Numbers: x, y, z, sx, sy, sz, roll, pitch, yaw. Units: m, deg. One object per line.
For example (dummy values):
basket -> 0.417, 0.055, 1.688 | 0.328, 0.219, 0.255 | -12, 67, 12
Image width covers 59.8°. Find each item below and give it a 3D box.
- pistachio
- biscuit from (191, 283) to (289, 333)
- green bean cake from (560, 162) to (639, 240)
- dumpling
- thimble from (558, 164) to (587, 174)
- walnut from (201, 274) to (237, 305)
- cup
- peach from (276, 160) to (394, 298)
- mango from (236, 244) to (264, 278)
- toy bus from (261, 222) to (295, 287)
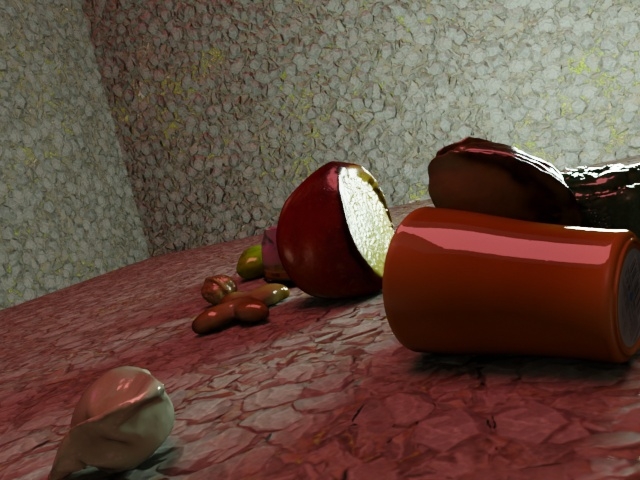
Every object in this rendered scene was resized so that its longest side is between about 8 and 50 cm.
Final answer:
pistachio -> 0.239, -0.066, 0.731 | 0.210, 0.165, 0.130 | 29, 77, 34
biscuit -> -0.162, 0.137, 1.160 | 0.164, 0.047, 0.208 | -11, 6, 10
green bean cake -> 0.415, -0.027, 0.861 | 0.308, 0.169, 0.300 | -16, 6, -33
dumpling -> -0.220, 0.193, 0.568 | 0.134, 0.099, 0.169 | -34, 15, -31
thimble -> 0.488, -0.072, 1.196 | 0.211, 0.149, 0.185 | -12, 4, 9
walnut -> -0.247, 0.120, 1.354 | 0.096, 0.082, 0.079 | -3, 40, 53
cup -> 0.223, 0.054, 0.643 | 0.264, 0.182, 0.226 | 3, -4, 44
peach -> 0.029, -0.021, 1.135 | 0.245, 0.274, 0.248 | -10, 1, 4
mango -> -0.189, 0.068, 1.685 | 0.117, 0.089, 0.163 | -5, 19, 4
toy bus -> 0.000, 0.000, 1.509 | 0.171, 0.162, 0.386 | -6, 10, 42
